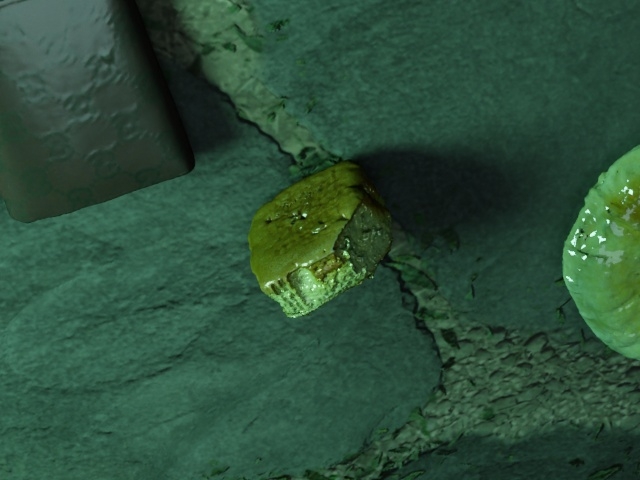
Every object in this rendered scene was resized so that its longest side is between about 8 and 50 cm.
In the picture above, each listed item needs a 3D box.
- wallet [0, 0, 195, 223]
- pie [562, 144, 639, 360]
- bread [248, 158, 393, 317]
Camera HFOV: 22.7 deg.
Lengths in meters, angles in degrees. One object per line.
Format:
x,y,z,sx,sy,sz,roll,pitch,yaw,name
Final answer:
-0.229,-0.133,1.431,0.182,0.049,0.229,-17,124,1,wallet
0.391,0.009,1.632,0.306,0.071,0.306,-6,122,-10,pie
0.000,0.000,1.515,0.140,0.128,0.069,-29,129,10,bread
